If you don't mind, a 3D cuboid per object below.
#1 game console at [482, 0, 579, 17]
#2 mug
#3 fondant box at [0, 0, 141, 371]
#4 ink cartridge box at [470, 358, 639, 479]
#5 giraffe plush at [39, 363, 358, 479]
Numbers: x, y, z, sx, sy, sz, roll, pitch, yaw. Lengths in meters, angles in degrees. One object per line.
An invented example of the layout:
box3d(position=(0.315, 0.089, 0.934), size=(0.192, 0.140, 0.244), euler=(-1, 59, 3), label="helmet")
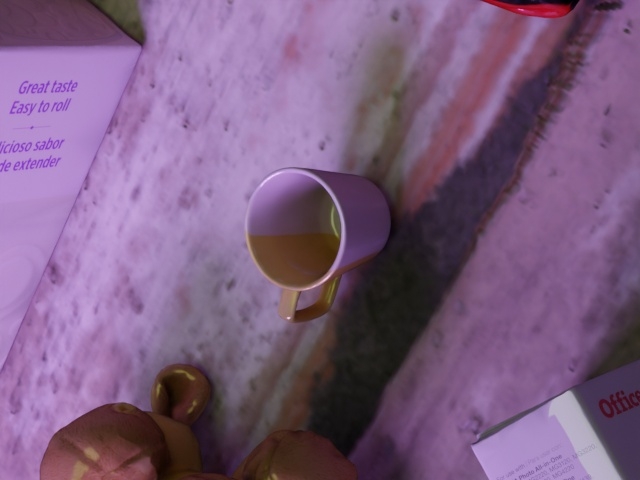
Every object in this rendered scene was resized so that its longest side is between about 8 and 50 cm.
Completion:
box3d(position=(0.028, -0.332, 0.765), size=(0.342, 0.060, 0.387), euler=(25, 113, 32), label="game console")
box3d(position=(-0.001, -0.004, 0.839), size=(0.078, 0.064, 0.062), euler=(-46, 71, 30), label="mug")
box3d(position=(-0.267, 0.008, 0.915), size=(0.096, 0.238, 0.330), euler=(38, 115, 25), label="fondant box")
box3d(position=(0.149, 0.132, 0.726), size=(0.063, 0.109, 0.150), euler=(-36, 76, 33), label="ink cartridge box")
box3d(position=(-0.081, 0.151, 0.877), size=(0.170, 0.181, 0.210), euler=(47, 153, 32), label="giraffe plush")
